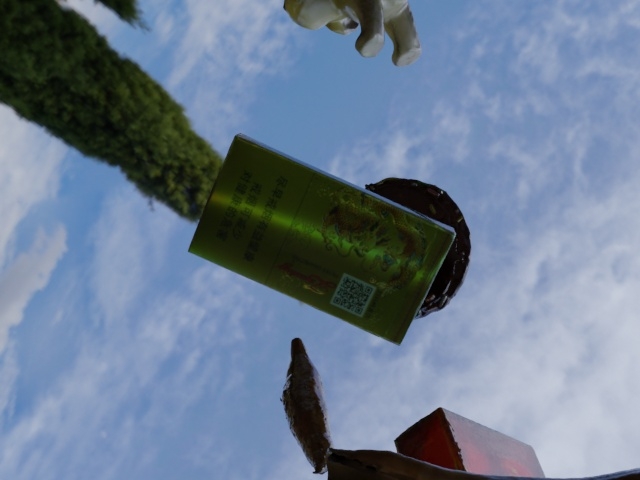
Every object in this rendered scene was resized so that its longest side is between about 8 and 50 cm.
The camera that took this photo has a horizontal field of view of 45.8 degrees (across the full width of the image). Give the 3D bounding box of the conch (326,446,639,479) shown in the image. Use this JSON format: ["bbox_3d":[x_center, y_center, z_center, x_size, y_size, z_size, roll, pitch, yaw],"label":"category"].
[{"bbox_3d":[0.156,0.173,0.430,0.331,0.093,0.109,5,-103,28],"label":"conch"}]

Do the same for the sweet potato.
[{"bbox_3d":[-0.025,0.251,1.131,0.072,0.066,0.314,-23,-157,5],"label":"sweet potato"}]

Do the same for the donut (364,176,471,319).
[{"bbox_3d":[0.123,0.019,1.193,0.235,0.089,0.235,-3,-102,15],"label":"donut"}]

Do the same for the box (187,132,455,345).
[{"bbox_3d":[0.000,0.000,0.996,0.043,0.311,0.172,-71,-175,-76],"label":"box"}]

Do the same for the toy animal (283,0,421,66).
[{"bbox_3d":[0.059,-0.287,0.834,0.233,0.121,0.168,-32,-108,48],"label":"toy animal"}]

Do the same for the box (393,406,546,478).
[{"bbox_3d":[0.209,0.361,0.846,0.089,0.197,0.313,-43,-140,26],"label":"box"}]
